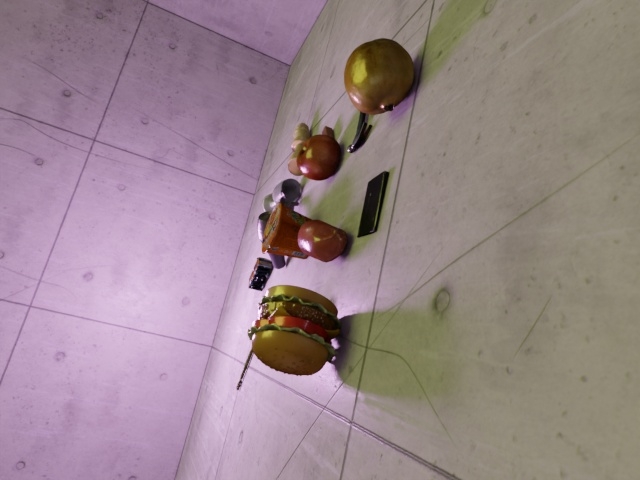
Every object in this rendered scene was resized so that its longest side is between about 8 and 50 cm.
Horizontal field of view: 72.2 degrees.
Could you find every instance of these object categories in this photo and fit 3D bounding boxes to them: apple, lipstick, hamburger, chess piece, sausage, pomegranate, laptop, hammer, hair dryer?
[{"bbox_3d":[-0.011,-0.352,1.855,0.201,0.162,0.202,-162,90,-74],"label":"apple"},{"bbox_3d":[0.037,-0.472,2.019,0.045,0.045,0.146,-58,24,34],"label":"lipstick"},{"bbox_3d":[-0.079,0.280,1.284,0.274,0.274,0.213,-45,25,55],"label":"hamburger"},{"bbox_3d":[-0.109,-0.518,2.402,0.398,0.117,0.117,-88,24,-45],"label":"chess piece"},{"bbox_3d":[0.000,0.000,1.525,0.254,0.148,0.148,-146,75,-71],"label":"sausage"},{"bbox_3d":[0.177,-0.509,1.369,0.233,0.232,0.234,-162,90,-72],"label":"pomegranate"},{"bbox_3d":[0.157,-0.110,1.363,0.135,0.016,0.198,157,129,-69],"label":"laptop"},{"bbox_3d":[0.164,-0.485,1.664,0.137,0.037,0.290,147,137,-64],"label":"hammer"},{"bbox_3d":[-0.177,-0.072,2.139,0.361,0.120,0.301,-60,-31,-43],"label":"hair dryer"}]

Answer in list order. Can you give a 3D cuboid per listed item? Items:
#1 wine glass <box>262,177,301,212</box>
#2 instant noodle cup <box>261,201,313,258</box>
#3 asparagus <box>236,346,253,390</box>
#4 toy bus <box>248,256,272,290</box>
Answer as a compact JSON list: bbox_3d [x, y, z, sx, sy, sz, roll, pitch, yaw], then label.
[{"bbox_3d":[-0.209,-0.233,2.368,0.321,0.143,0.144,149,135,-64],"label":"wine glass"},{"bbox_3d":[-0.127,-0.029,1.857,0.230,0.182,0.231,-162,90,-72],"label":"instant noodle cup"},{"bbox_3d":[-0.386,0.656,2.240,0.024,0.025,0.249,27,102,29],"label":"asparagus"},{"bbox_3d":[-0.331,0.181,2.421,0.103,0.091,0.182,-98,29,-53],"label":"toy bus"}]
